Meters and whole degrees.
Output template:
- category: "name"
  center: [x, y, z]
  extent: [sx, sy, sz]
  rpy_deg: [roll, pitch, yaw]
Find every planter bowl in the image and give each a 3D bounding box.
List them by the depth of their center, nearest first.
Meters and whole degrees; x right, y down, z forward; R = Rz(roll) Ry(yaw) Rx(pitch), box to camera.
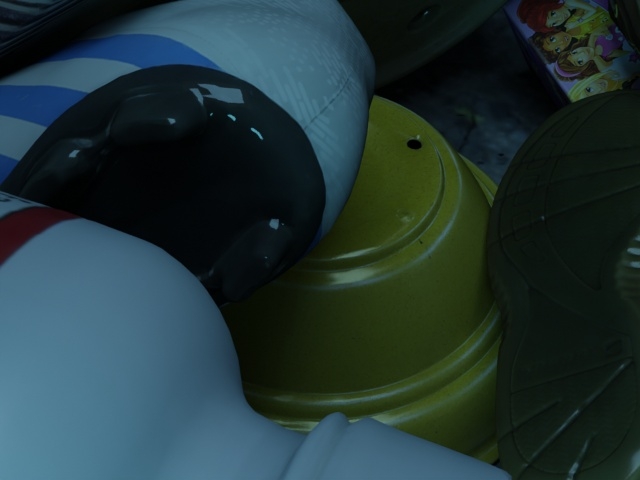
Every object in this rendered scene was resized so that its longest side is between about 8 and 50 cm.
- category: "planter bowl"
  center: [0.000, 0.000, 0.640]
  extent: [0.217, 0.090, 0.217]
  rpy_deg: [0, 48, 0]

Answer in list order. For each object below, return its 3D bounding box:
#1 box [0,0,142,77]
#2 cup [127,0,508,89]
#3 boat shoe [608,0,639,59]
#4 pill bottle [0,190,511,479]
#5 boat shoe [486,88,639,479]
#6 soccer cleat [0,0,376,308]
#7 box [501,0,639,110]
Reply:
- category: "box"
  center: [-0.149, -0.111, 0.598]
  extent: [0.094, 0.275, 0.113]
  rpy_deg: [-30, 93, -45]
- category: "cup"
  center: [-0.017, -0.204, 0.700]
  extent: [0.331, 0.331, 0.237]
  rpy_deg: [-26, 70, -22]
- category: "boat shoe"
  center: [0.157, -0.109, 0.661]
  extent: [0.064, 0.060, 0.178]
  rpy_deg: [-9, 52, -3]
- category: "pill bottle"
  center: [-0.167, 0.080, 0.416]
  extent: [0.407, 0.229, 0.229]
  rpy_deg: [18, 50, 8]
- category: "boat shoe"
  center: [0.112, 0.031, 0.593]
  extent: [0.080, 0.073, 0.223]
  rpy_deg: [-15, 38, 23]
- category: "soccer cleat"
  center: [-0.120, -0.001, 0.578]
  extent: [0.331, 0.116, 0.143]
  rpy_deg: [-18, 23, 27]
- category: "box"
  center: [0.234, -0.052, 0.662]
  extent: [0.201, 0.057, 0.293]
  rpy_deg: [-32, 52, 4]
